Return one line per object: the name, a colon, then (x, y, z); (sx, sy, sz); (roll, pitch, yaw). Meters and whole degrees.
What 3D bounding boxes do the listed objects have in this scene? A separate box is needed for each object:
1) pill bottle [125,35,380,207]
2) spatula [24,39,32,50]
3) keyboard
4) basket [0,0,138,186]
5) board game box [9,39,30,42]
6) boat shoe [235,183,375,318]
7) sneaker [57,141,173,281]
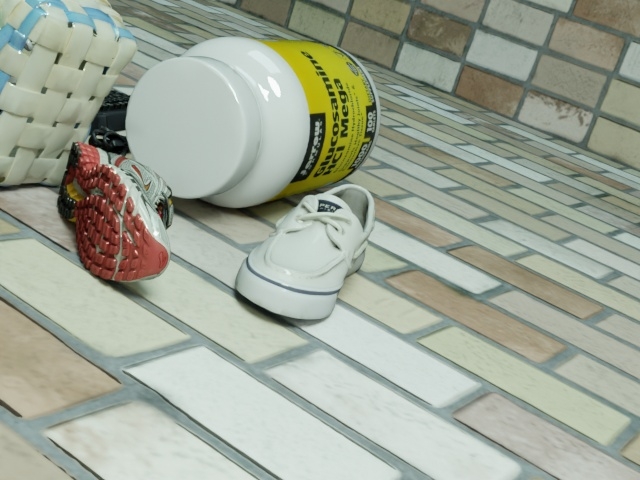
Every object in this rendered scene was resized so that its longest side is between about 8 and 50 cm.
pill bottle: (-0.070, -0.138, 1.096); (0.187, 0.188, 0.334); (24, 19, 18)
spatula: (-0.414, -0.282, 1.191); (0.019, 0.168, 0.242); (-35, 53, -28)
keyboard: (-0.286, -0.154, 1.190); (0.201, 0.033, 0.317); (23, 19, 14)
basket: (-0.338, -0.208, 0.930); (0.289, 0.255, 0.201); (40, 18, 28)
board game box: (-0.417, -0.302, 1.223); (0.039, 0.124, 0.259); (-38, 19, -21)
boat shoe: (0.000, 0.000, 0.911); (0.096, 0.088, 0.267); (23, 18, 15)
sneaker: (-0.165, -0.030, 0.839); (0.092, 0.088, 0.225); (11, 19, -28)
